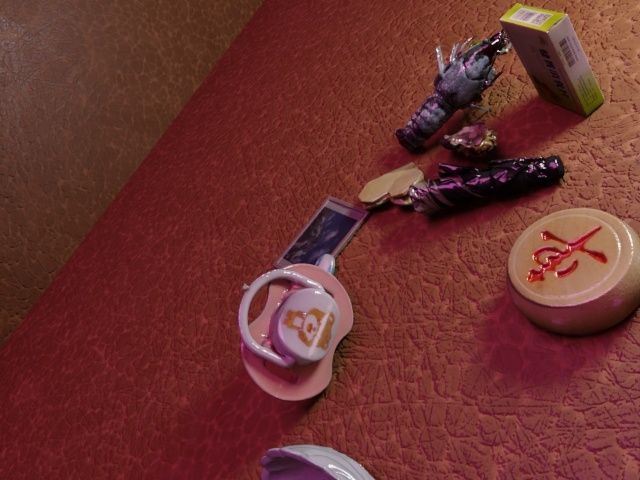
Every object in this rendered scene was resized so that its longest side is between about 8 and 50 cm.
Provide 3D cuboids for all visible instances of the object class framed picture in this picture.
[{"bbox_3d":[0.000,0.000,1.667,0.281,0.019,0.209,-52,37,-11],"label":"framed picture"}]

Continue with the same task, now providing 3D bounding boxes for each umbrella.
[{"bbox_3d":[0.383,-0.142,1.364,0.358,0.113,0.106,-13,73,29],"label":"umbrella"}]

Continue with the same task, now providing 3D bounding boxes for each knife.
[{"bbox_3d":[0.516,-0.598,1.755,0.078,0.022,0.166,-50,37,-16],"label":"knife"},{"bbox_3d":[-0.013,0.135,1.530,0.064,0.031,0.222,9,65,32],"label":"knife"}]

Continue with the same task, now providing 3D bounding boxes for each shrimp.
[{"bbox_3d":[0.364,-0.409,1.569,0.410,0.221,0.166,-50,11,14],"label":"shrimp"}]

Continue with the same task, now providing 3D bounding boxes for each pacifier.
[{"bbox_3d":[-0.058,0.213,1.356,0.220,0.273,0.332,14,60,19],"label":"pacifier"}]

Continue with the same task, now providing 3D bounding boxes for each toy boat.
[{"bbox_3d":[0.012,0.466,1.082,0.290,0.199,0.100,3,23,45],"label":"toy boat"}]

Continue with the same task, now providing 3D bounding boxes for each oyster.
[{"bbox_3d":[0.367,-0.238,1.421,0.129,0.078,0.345,-14,15,8],"label":"oyster"}]

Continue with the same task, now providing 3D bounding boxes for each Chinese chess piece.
[{"bbox_3d":[0.474,0.054,1.084,0.251,0.097,0.250,-25,40,23],"label":"Chinese chess piece"}]

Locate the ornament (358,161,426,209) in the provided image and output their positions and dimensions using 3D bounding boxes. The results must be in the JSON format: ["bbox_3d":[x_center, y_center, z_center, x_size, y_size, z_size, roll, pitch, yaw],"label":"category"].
[{"bbox_3d":[0.212,-0.157,1.589,0.201,0.059,0.180,-3,41,45],"label":"ornament"}]

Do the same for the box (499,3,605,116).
[{"bbox_3d":[0.540,-0.421,1.349,0.062,0.260,0.175,-42,35,5],"label":"box"}]
